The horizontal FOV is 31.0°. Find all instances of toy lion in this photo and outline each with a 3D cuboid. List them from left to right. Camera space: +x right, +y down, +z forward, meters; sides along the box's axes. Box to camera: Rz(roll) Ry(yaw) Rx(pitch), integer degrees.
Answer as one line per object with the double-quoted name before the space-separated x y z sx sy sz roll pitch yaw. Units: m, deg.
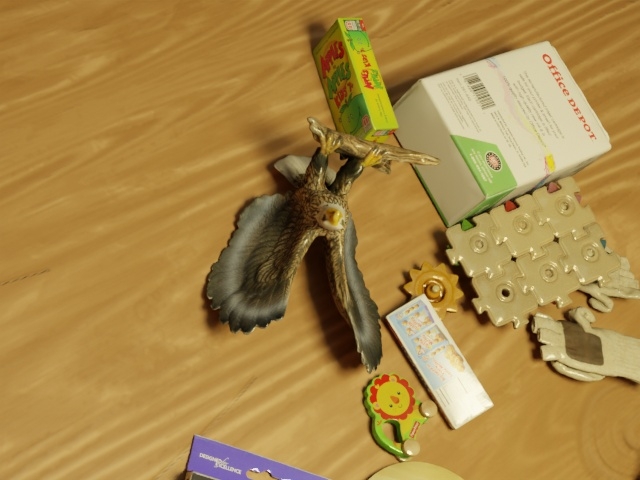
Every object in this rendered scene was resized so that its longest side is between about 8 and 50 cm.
"toy lion" 0.097 0.226 1.514 0.096 0.034 0.100 31 56 -3

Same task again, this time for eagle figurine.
"eagle figurine" -0.002 -0.001 1.507 0.226 0.225 0.298 15 88 25

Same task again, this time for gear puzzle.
"gear puzzle" 0.267 0.039 1.666 0.339 0.044 0.175 -22 78 -23

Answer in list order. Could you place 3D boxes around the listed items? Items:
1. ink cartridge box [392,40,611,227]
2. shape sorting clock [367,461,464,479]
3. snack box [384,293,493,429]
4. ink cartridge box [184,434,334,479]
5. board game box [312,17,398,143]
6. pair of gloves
"ink cartridge box" 0.271 -0.165 1.744 0.278 0.117 0.201 -21 77 -33
"shape sorting clock" 0.132 0.374 1.443 0.206 0.040 0.206 12 49 -14
"snack box" 0.160 0.164 1.567 0.064 0.022 0.178 -30 82 -10
"ink cartridge box" -0.072 0.347 1.355 0.206 0.045 0.208 21 57 -17
"board game box" 0.048 -0.220 1.671 0.043 0.092 0.181 -7 69 -29
"pair of gloves" 0.398 0.104 1.725 0.204 0.042 0.240 10 56 -18
